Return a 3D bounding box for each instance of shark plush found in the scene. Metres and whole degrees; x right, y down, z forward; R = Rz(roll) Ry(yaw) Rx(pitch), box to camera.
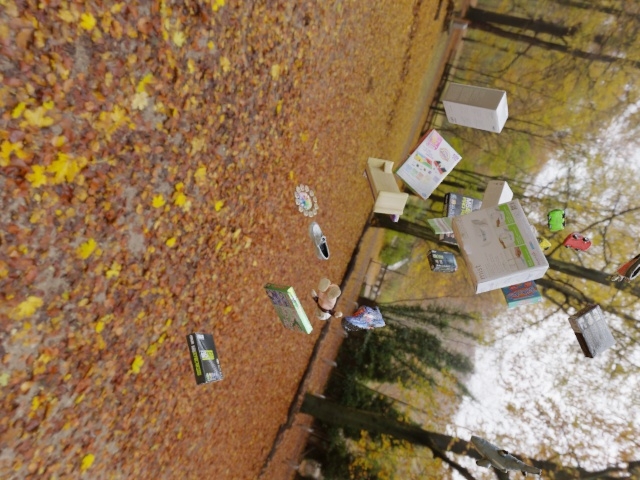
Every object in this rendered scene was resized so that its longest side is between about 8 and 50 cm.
[{"bbox_3d":[0.453,0.545,1.000,0.073,0.161,0.067,-31,123,-31],"label":"shark plush"}]

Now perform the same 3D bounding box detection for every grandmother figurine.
[{"bbox_3d":[0.032,0.328,2.108,0.104,0.208,0.342,-34,160,-23],"label":"grandmother figurine"}]

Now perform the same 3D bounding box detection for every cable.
[{"bbox_3d":[1.230,0.049,1.542,0.139,0.072,0.287,5,117,-47],"label":"cable"}]

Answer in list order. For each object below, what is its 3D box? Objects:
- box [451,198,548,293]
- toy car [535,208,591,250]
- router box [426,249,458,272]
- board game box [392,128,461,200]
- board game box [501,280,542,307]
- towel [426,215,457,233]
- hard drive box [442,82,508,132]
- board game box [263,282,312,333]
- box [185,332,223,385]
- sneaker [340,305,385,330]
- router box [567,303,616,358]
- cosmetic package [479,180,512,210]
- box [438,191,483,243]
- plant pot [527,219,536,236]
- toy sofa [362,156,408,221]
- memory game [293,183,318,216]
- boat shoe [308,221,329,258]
[{"bbox_3d":[0.609,0.021,1.394,0.127,0.231,0.262,52,23,-60],"label":"box"},{"bbox_3d":[0.925,-0.042,1.581,0.053,0.238,0.225,-75,148,-47],"label":"toy car"},{"bbox_3d":[0.534,0.092,1.768,0.038,0.122,0.092,119,-30,-48],"label":"router box"},{"bbox_3d":[0.598,-0.422,2.255,0.316,0.242,0.064,-49,-166,2],"label":"board game box"},{"bbox_3d":[1.029,0.246,2.094,0.210,0.160,0.047,-87,156,-51],"label":"board game box"},{"bbox_3d":[0.565,-0.071,1.803,0.113,0.151,0.023,-108,-165,-54],"label":"towel"},{"bbox_3d":[0.651,-0.557,1.694,0.089,0.232,0.181,-63,149,-3],"label":"hard drive box"},{"bbox_3d":[-0.190,0.395,2.346,0.046,0.213,0.317,-43,121,-38],"label":"board game box"},{"bbox_3d":[-0.437,0.445,1.526,0.191,0.045,0.184,72,1,-73],"label":"box"},{"bbox_3d":[0.150,0.286,1.489,0.221,0.083,0.087,9,65,-48],"label":"sneaker"},{"bbox_3d":[1.114,0.372,1.653,0.133,0.179,0.046,-25,180,-14],"label":"router box"},{"bbox_3d":[0.792,-0.145,1.836,0.117,0.085,0.231,36,73,-40],"label":"cosmetic package"},{"bbox_3d":[0.759,-0.106,2.156,0.060,0.216,0.270,146,-44,-75],"label":"box"},{"bbox_3d":[0.958,0.021,2.067,0.230,0.215,0.215,-49,159,-29],"label":"plant pot"},{"bbox_3d":[0.315,-0.262,2.064,0.363,0.150,0.177,-97,-163,-50],"label":"toy sofa"},{"bbox_3d":[-0.075,-0.210,2.114,0.186,0.012,0.186,25,56,-43],"label":"memory game"},{"bbox_3d":[-0.001,0.001,2.217,0.079,0.081,0.228,-32,116,-35],"label":"boat shoe"}]
